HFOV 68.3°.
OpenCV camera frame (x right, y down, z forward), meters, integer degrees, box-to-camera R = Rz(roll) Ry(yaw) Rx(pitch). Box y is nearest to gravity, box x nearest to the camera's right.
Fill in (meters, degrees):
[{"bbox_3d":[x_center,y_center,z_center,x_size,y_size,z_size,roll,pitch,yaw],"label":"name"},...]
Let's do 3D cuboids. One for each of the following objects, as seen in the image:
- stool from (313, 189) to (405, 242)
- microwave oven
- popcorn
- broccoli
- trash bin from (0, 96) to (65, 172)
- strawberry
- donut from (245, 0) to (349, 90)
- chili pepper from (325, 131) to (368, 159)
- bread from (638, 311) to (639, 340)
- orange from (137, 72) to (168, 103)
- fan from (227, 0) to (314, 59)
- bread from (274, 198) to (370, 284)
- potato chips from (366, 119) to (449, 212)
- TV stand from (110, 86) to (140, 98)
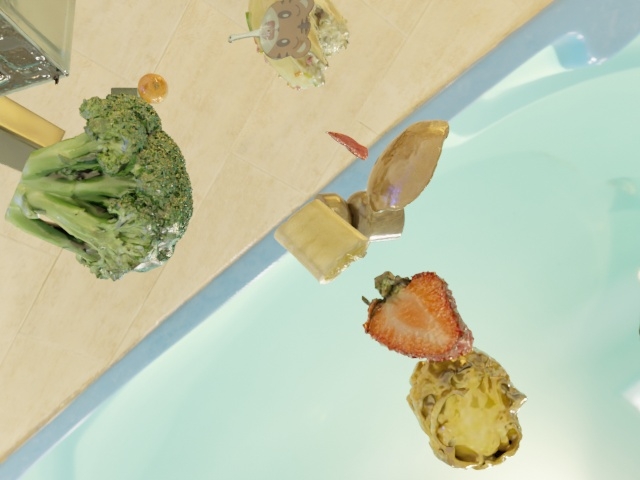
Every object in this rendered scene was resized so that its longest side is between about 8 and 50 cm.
[{"bbox_3d":[0.122,-0.075,1.557,0.264,0.179,0.179,-6,114,-17],"label":"stool"},{"bbox_3d":[-0.704,-0.438,0.918,0.354,0.287,0.218,-11,157,10],"label":"microwave oven"},{"bbox_3d":[0.301,0.334,0.962,0.250,0.190,0.250,2,85,-22],"label":"popcorn"},{"bbox_3d":[-0.319,-0.072,0.713,0.245,0.265,0.295,11,112,-39],"label":"broccoli"},{"bbox_3d":[-0.827,-0.284,1.242,0.240,0.164,0.122,30,118,-32],"label":"trash bin"},{"bbox_3d":[0.199,0.161,0.941,0.188,0.286,0.106,-48,121,1],"label":"strawberry"},{"bbox_3d":[-0.068,-0.594,1.301,0.150,0.371,0.307,-22,120,35],"label":"donut"},{"bbox_3d":[0.082,-0.273,1.331,0.178,0.045,0.027,24,146,-35],"label":"chili pepper"},{"bbox_3d":[0.593,0.095,0.540,0.382,0.366,0.129,-41,144,6],"label":"bread"},{"bbox_3d":[-0.459,-0.417,1.296,0.083,0.083,0.084,-6,114,-15],"label":"orange"},{"bbox_3d":[-0.122,-0.496,1.117,0.226,0.008,0.153,1,87,21],"label":"fan"},{"bbox_3d":[0.000,0.000,1.004,0.139,0.178,0.060,-38,142,-11],"label":"bread"},{"bbox_3d":[0.150,-0.150,0.879,0.061,0.195,0.208,35,112,-22],"label":"potato chips"},{"bbox_3d":[-0.548,-0.299,1.375,0.082,0.088,0.270,0,96,2],"label":"TV stand"}]
